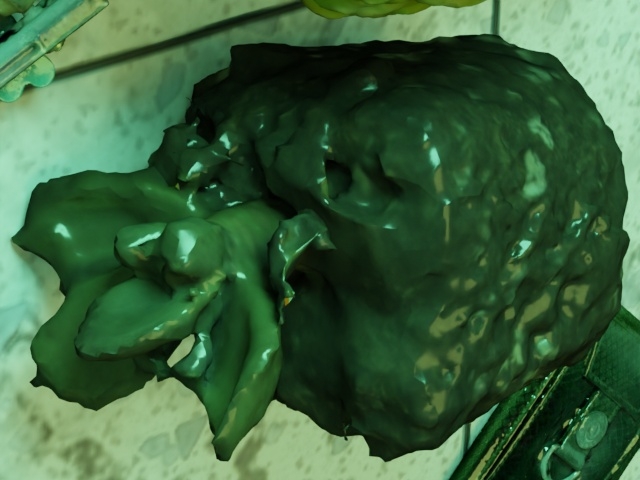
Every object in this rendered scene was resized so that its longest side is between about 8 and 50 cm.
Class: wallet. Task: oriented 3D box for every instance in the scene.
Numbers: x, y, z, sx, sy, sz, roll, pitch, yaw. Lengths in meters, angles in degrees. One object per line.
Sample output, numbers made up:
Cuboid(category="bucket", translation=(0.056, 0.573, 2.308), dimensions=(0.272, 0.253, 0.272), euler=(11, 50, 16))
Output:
Cuboid(category="wallet", translation=(0.185, 0.162, 1.295), dimensions=(0.160, 0.055, 0.236), euler=(39, 82, -43))

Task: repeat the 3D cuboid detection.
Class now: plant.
Cuboid(category="plant", translation=(0.000, 0.000, 0.881), dimensions=(0.312, 0.215, 0.213), euler=(-7, 108, -38))

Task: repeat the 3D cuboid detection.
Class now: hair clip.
Cuboid(category="hair clip", translation=(-0.170, -0.067, 0.800), dimensions=(0.173, 0.049, 0.049), euler=(-43, 136, -14))

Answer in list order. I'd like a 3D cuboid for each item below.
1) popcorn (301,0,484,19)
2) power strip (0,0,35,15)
Cuboid(category="popcorn", translation=(0.049, -0.256, 0.744), dimensions=(0.335, 0.279, 0.274), euler=(-41, -179, 2))
Cuboid(category="power strip", translation=(-0.222, -0.221, 0.649), dimensions=(0.092, 0.066, 0.387), euler=(-56, 142, -5))
